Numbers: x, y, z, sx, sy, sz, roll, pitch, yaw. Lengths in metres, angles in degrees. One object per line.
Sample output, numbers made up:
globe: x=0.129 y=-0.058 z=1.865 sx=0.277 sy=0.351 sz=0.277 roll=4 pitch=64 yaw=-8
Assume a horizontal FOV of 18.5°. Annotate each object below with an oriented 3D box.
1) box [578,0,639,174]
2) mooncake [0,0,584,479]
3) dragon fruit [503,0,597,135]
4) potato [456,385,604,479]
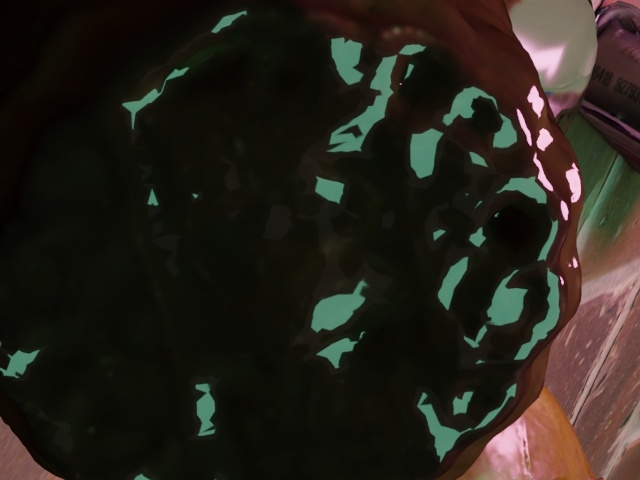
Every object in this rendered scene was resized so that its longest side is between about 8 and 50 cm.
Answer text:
box: x=0.348 y=-0.093 z=1.776 sx=0.112 sy=0.190 sz=0.369 roll=-58 pitch=158 yaw=1
mooncake: x=-0.029 y=-0.010 z=0.969 sx=0.324 sy=0.324 sz=0.187 roll=-65 pitch=-161 yaw=18
dragon fruit: x=0.065 y=-0.135 z=1.150 sx=0.295 sy=0.130 sz=0.268 roll=-3 pitch=83 yaw=-49
potato: x=0.034 y=0.238 z=1.617 sx=0.397 sy=0.290 sz=0.296 roll=-24 pitch=129 yaw=18
